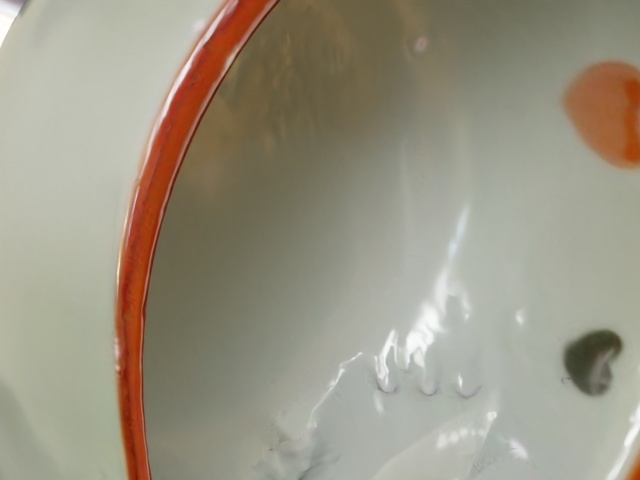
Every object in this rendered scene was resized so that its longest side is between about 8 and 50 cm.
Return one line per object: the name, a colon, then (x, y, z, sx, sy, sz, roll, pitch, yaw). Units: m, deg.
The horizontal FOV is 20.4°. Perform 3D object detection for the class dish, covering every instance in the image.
dish: (0.000, 0.000, 0.487, 0.256, 0.117, 0.256, -23, -58, -42)

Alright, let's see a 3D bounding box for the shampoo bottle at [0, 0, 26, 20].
shampoo bottle: (-0.078, -0.100, 0.615, 0.072, 0.072, 0.214, -48, -38, 18)
